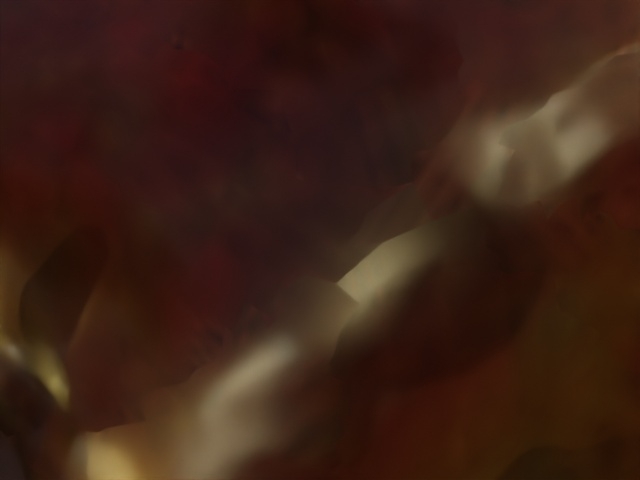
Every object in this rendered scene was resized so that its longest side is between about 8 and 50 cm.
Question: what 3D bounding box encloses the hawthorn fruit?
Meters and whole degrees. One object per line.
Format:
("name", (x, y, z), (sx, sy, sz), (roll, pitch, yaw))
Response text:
("hawthorn fruit", (0.015, -0.010, 0.561), (0.308, 0.308, 0.325), (-18, 46, 29))
